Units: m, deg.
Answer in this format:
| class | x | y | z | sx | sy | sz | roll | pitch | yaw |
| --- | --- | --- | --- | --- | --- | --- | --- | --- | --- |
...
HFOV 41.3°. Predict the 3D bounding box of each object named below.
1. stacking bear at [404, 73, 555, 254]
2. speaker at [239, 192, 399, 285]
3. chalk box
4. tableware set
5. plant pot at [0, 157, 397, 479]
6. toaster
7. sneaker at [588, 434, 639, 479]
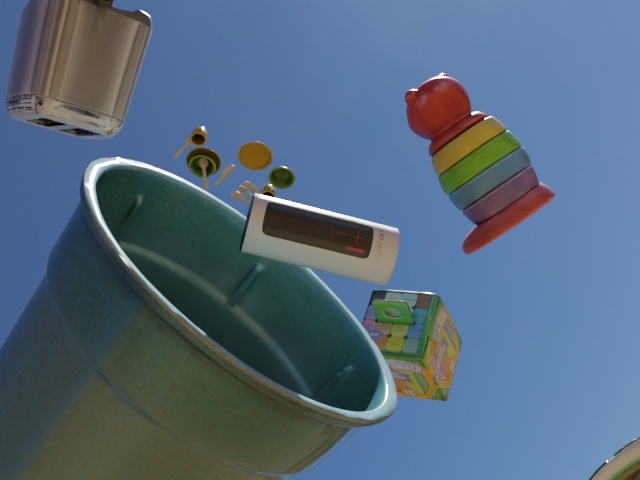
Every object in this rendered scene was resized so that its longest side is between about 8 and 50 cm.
| class | x | y | z | sx | sy | sz | roll | pitch | yaw |
| --- | --- | --- | --- | --- | --- | --- | --- | --- | --- |
| stacking bear | 0.255 | -0.150 | 1.453 | 0.175 | 0.289 | 0.164 | -33 | -4 | -23 |
| speaker | 0.000 | 0.000 | 0.755 | 0.136 | 0.055 | 0.055 | 14 | -61 | -7 |
| chalk box | 0.150 | 0.174 | 1.495 | 0.213 | 0.132 | 0.132 | 56 | -134 | -46 |
| tableware set | -0.115 | -0.100 | 1.150 | 0.154 | 0.024 | 0.104 | 34 | -56 | -23 |
| plant pot | -0.166 | 0.158 | 0.787 | 0.334 | 0.341 | 0.341 | -50 | -36 | 12 |
| toaster | -0.280 | -0.200 | 0.979 | 0.129 | 0.227 | 0.146 | 14 | -92 | -33 |
| sneaker | 0.475 | 0.309 | 1.036 | 0.158 | 0.182 | 0.410 | 20 | -61 | -44 |
